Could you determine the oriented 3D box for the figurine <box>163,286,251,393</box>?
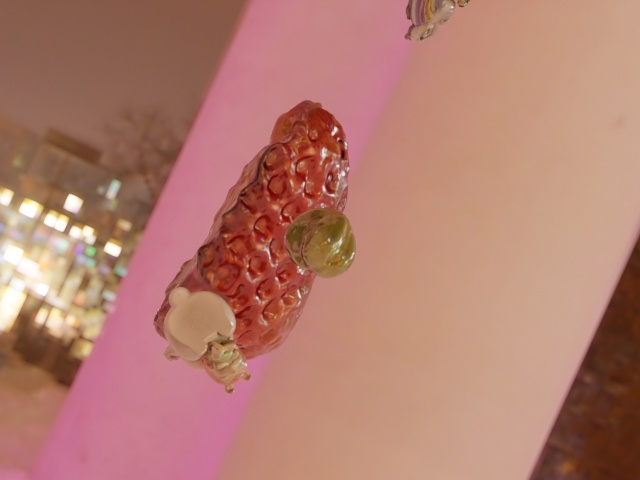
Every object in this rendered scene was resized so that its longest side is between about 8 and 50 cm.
[{"bbox_3d":[-0.120,0.115,1.810,0.081,0.098,0.146,-16,-24,-4],"label":"figurine"}]

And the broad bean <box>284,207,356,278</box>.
[{"bbox_3d":[0.000,0.000,1.545,0.045,0.063,0.083,50,0,-32],"label":"broad bean"}]

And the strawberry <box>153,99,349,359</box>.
[{"bbox_3d":[-0.054,0.002,2.015,0.149,0.336,0.265,33,32,-4],"label":"strawberry"}]

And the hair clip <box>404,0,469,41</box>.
[{"bbox_3d":[0.159,-0.330,2.207,0.049,0.172,0.116,38,-7,34],"label":"hair clip"}]
